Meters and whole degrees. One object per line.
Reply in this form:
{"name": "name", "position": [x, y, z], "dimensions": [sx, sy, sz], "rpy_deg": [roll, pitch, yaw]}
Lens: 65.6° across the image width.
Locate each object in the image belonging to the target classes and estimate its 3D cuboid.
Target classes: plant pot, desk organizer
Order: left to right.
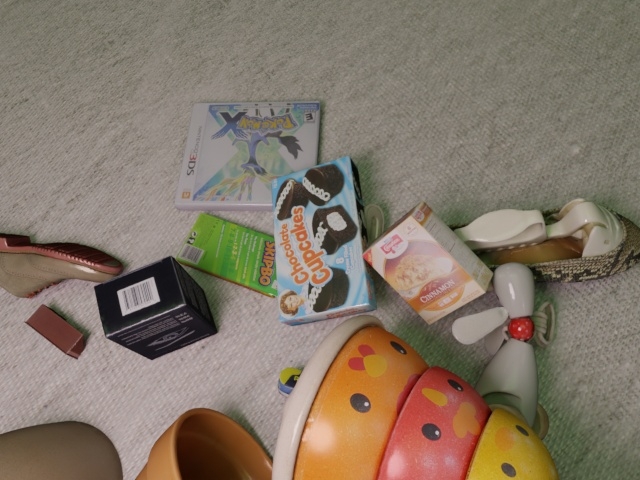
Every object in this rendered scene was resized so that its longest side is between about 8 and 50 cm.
{"name": "plant pot", "position": [-0.514, 0.424, 0.821], "dimensions": [0.257, 0.274, 0.256], "rpy_deg": [-2, 66, 5]}
{"name": "desk organizer", "position": [-0.554, 0.192, 1.053], "dimensions": [0.130, 0.047, 0.050], "rpy_deg": [30, 69, 17]}
{"name": "plant pot", "position": [-0.199, 0.452, 0.794], "dimensions": [0.203, 0.291, 0.291], "rpy_deg": [-42, 68, 5]}

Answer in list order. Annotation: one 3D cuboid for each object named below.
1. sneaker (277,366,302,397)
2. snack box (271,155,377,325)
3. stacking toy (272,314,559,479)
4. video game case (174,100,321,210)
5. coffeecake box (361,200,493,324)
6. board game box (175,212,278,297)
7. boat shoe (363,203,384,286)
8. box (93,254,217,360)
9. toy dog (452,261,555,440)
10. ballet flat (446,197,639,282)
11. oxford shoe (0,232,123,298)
{"name": "sneaker", "position": [-0.018, 0.296, 0.956], "dimensions": [0.144, 0.059, 0.053], "rpy_deg": [28, 39, 0]}
{"name": "snack box", "position": [0.000, 0.000, 1.016], "dimensions": [0.187, 0.060, 0.321], "rpy_deg": [-15, 66, 19]}
{"name": "stacking toy", "position": [0.205, 0.327, 0.706], "dimensions": [0.480, 0.350, 0.350], "rpy_deg": [12, 67, 27]}
{"name": "video game case", "position": [-0.169, -0.209, 1.202], "dimensions": [0.329, 0.036, 0.299], "rpy_deg": [1, 66, 5]}
{"name": "coffeecake box", "position": [0.193, 0.043, 0.912], "dimensions": [0.185, 0.142, 0.068], "rpy_deg": [46, 42, -1]}
{"name": "board game box", "position": [-0.176, 0.034, 1.095], "dimensions": [0.260, 0.039, 0.124], "rpy_deg": [18, 69, 15]}
{"name": "boat shoe", "position": [0.078, 0.037, 1.059], "dimensions": [0.079, 0.084, 0.233], "rpy_deg": [-6, 67, 45]}
{"name": "box", "position": [-0.311, 0.138, 0.966], "dimensions": [0.153, 0.207, 0.108], "rpy_deg": [-22, 66, -6]}
{"name": "toy dog", "position": [0.310, 0.219, 0.901], "dimensions": [0.161, 0.220, 0.333], "rpy_deg": [-6, 52, 37]}
{"name": "ballet flat", "position": [0.424, 0.000, 0.968], "dimensions": [0.483, 0.182, 0.164], "rpy_deg": [-8, 54, 2]}
{"name": "oxford shoe", "position": [-0.607, 0.066, 1.097], "dimensions": [0.349, 0.123, 0.130], "rpy_deg": [9, 93, 8]}
